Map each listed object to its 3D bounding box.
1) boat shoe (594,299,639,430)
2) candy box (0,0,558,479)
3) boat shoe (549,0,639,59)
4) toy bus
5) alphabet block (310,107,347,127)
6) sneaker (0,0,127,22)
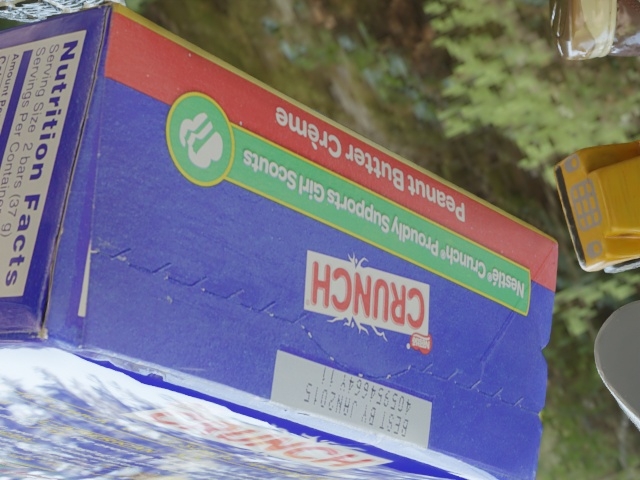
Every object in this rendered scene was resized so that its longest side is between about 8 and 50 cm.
[{"bbox_3d":[0.374,0.220,1.361,0.136,0.367,0.156,-40,152,2],"label":"boat shoe"},{"bbox_3d":[-0.107,0.027,0.646,0.317,0.268,0.122,-5,-111,39],"label":"candy box"},{"bbox_3d":[0.235,-0.300,1.121,0.123,0.342,0.123,1,-175,-1],"label":"boat shoe"},{"bbox_3d":[0.377,-0.051,1.403,0.332,0.108,0.130,-7,168,-30],"label":"toy bus"},{"bbox_3d":[0.000,0.000,1.785,0.193,0.192,0.197,-58,180,-23],"label":"alphabet block"},{"bbox_3d":[-0.218,-0.231,1.097,0.107,0.110,0.275,-2,160,23],"label":"sneaker"}]
